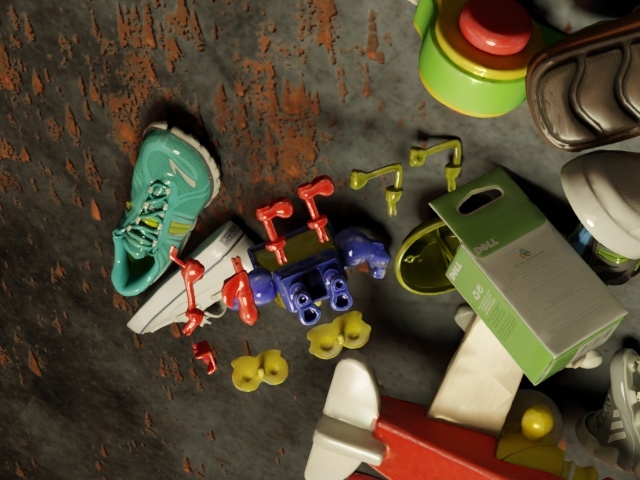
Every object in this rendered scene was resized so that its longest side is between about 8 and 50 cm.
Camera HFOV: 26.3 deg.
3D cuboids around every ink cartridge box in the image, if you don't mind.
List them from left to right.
[{"bbox_3d":[0.205,0.034,1.417,0.209,0.109,0.062,52,150,20],"label":"ink cartridge box"}]

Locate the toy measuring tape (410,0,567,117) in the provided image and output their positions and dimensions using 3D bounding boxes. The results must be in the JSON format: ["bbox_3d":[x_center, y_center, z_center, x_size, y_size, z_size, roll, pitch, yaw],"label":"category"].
[{"bbox_3d":[0.096,-0.201,1.303,0.330,0.121,0.121,26,140,6],"label":"toy measuring tape"}]

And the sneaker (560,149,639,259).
[{"bbox_3d":[0.343,-0.062,1.207,0.169,0.292,0.108,-35,67,33],"label":"sneaker"}]

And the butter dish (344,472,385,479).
[{"bbox_3d":[0.091,0.431,1.945,0.159,0.160,0.118,16,161,16],"label":"butter dish"}]

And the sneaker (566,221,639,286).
[{"bbox_3d":[0.307,-0.001,1.422,0.078,0.067,0.188,24,145,-1],"label":"sneaker"}]

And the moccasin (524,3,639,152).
[{"bbox_3d":[0.366,-0.163,1.164,0.380,0.147,0.139,-17,106,20],"label":"moccasin"}]

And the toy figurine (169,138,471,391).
[{"bbox_3d":[0.000,0.000,1.560,0.362,0.217,0.191,-24,108,-5],"label":"toy figurine"}]

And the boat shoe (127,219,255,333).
[{"bbox_3d":[-0.159,0.070,1.747,0.084,0.095,0.258,43,139,-8],"label":"boat shoe"}]

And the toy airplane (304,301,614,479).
[{"bbox_3d":[0.177,0.246,1.600,0.386,0.272,0.385,-21,96,39],"label":"toy airplane"}]

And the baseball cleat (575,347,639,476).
[{"bbox_3d":[0.342,0.205,1.600,0.109,0.072,0.206,4,131,33],"label":"baseball cleat"}]

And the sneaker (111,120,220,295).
[{"bbox_3d":[-0.195,-0.031,1.654,0.107,0.110,0.275,26,139,5],"label":"sneaker"}]
